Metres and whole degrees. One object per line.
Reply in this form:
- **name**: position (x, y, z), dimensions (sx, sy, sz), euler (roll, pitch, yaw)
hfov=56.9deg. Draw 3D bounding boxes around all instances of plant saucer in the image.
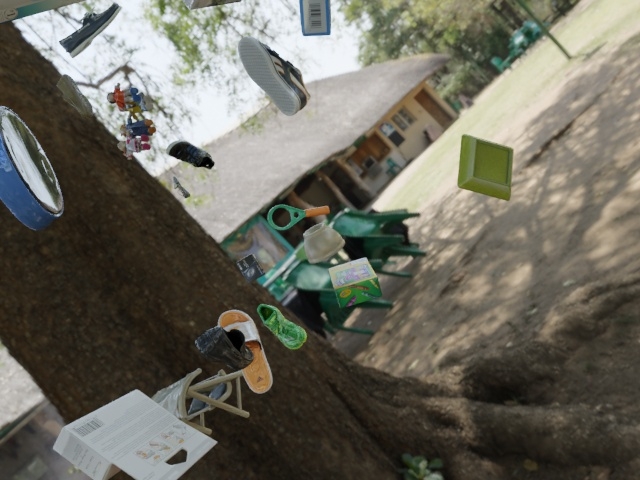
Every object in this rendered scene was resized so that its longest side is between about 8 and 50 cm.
- **plant saucer**: position (0.530, -0.237, 1.855), dimensions (0.045, 0.188, 0.188), euler (139, 142, -68)

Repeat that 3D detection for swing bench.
- **swing bench**: position (-0.409, 0.525, 1.924), dimensions (0.255, 0.165, 0.253), euler (15, -35, -40)

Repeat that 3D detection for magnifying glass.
- **magnifying glass**: position (-0.078, -0.093, 2.127), dimensions (0.231, 0.092, 0.026), euler (-10, -2, -20)

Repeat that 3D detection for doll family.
- **doll family**: position (-0.651, -0.419, 2.064), dimensions (0.163, 0.263, 0.118), euler (1, 16, 34)

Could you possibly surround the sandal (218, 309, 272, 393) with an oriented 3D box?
- **sandal**: position (-0.211, 0.311, 1.710), dimensions (0.102, 0.265, 0.076), euler (-26, -19, -11)

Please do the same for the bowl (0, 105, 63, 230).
- **bowl**: position (-0.907, -0.223, 1.794), dimensions (0.077, 0.391, 0.391), euler (-23, -1, -5)

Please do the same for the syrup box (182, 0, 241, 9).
- **syrup box**: position (-0.364, -0.868, 2.016), dimensions (0.237, 0.096, 0.093), euler (-30, -9, -41)

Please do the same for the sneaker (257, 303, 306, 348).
- **sneaker**: position (-0.181, 0.377, 2.586), dimensions (0.109, 0.295, 0.123), euler (-56, -38, -2)

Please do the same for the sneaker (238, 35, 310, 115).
- **sneaker**: position (-0.163, -0.603, 2.137), dimensions (0.126, 0.321, 0.127), euler (-29, 10, 47)

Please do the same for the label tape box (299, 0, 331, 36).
- **label tape box**: position (-0.017, -0.864, 2.084), dimensions (0.106, 0.240, 0.333), euler (-2, 25, 3)

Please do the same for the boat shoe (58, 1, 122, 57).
- **boat shoe**: position (-0.779, -0.726, 2.002), dimensions (0.254, 0.079, 0.095), euler (-34, 23, 20)

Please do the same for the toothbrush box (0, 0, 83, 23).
- **toothbrush box**: position (-0.696, -0.691, 1.448), dimensions (0.295, 0.126, 0.216), euler (-32, -22, -30)

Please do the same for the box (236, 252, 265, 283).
- **box**: position (-0.233, 0.092, 1.972), dimensions (0.067, 0.083, 0.018), euler (-28, 6, 16)

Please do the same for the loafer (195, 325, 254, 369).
- **loafer**: position (-0.200, 0.242, 1.344), dimensions (0.078, 0.076, 0.223), euler (-39, -27, 2)

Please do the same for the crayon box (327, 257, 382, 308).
- **crayon box**: position (0.128, 0.158, 2.272), dimensions (0.165, 0.081, 0.278), euler (-16, 15, 0)

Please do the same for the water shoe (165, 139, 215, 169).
- **water shoe**: position (-0.465, -0.310, 2.149), dimensions (0.203, 0.080, 0.073), euler (5, -56, -54)

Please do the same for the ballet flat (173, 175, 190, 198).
- **ballet flat**: position (-0.617, -0.229, 2.583), dimensions (0.041, 0.114, 0.041), euler (-40, 1, 1)

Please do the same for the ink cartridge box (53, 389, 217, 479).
- **ink cartridge box**: position (-0.418, 0.478, 1.377), dimensions (0.066, 0.261, 0.296), euler (-62, -11, 9)

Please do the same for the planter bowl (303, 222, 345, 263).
- **planter bowl**: position (0.000, 0.000, 2.297), dimensions (0.162, 0.109, 0.162), euler (-27, 16, 9)

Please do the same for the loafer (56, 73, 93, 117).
- **loafer**: position (-0.732, -0.423, 1.760), dimensions (0.050, 0.148, 0.056), euler (-32, -3, 11)
